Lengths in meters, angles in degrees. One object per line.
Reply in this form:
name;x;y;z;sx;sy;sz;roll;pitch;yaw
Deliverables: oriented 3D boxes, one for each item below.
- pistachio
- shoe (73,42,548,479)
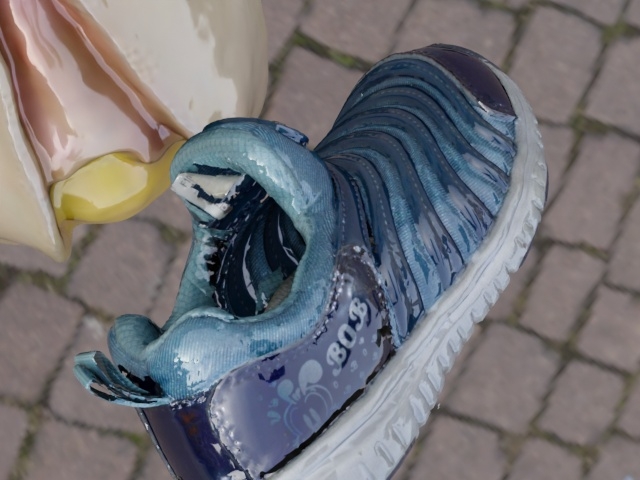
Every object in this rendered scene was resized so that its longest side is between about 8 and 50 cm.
pistachio;-0.153;-0.145;0.953;0.230;0.230;0.308;-28;104;-11
shoe;0.000;0.000;0.645;0.106;0.091;0.207;53;49;-23
